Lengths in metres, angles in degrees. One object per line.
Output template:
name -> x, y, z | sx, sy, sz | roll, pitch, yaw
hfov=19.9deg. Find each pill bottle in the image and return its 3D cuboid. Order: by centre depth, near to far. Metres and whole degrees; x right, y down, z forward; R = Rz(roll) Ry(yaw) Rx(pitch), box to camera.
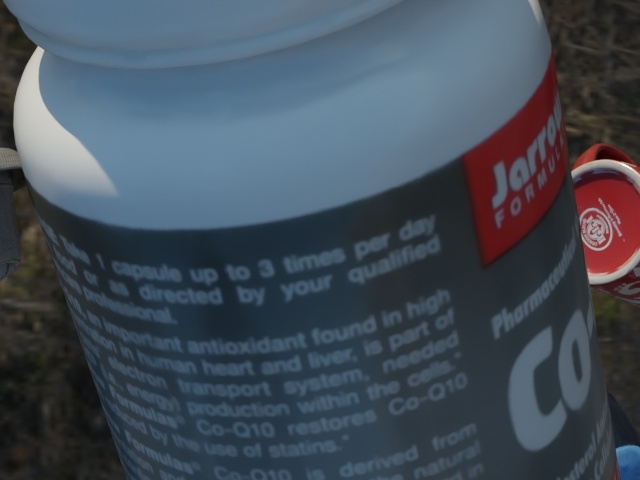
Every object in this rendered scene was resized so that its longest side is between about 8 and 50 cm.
pill bottle -> 0.000, 0.000, 0.565 | 0.161, 0.161, 0.283 | 11, 128, 35

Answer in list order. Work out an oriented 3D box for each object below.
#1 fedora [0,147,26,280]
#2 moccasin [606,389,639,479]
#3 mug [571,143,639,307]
fedora -> -0.388, 0.006, 1.678 | 0.275, 0.244, 0.124 | -14, 86, -5
moccasin -> 0.123, 0.177, 1.321 | 0.342, 0.137, 0.117 | -39, 67, 49
mug -> 0.233, -0.005, 1.358 | 0.150, 0.169, 0.113 | 25, 97, 38
